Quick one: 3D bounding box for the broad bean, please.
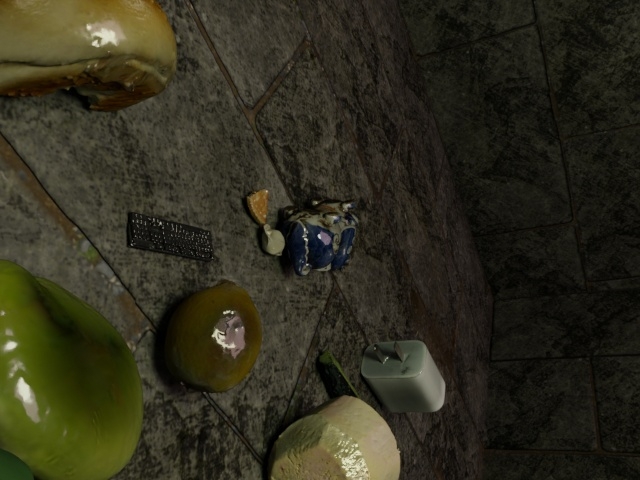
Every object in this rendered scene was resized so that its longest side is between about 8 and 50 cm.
[{"bbox_3d":[-0.302,0.141,0.604,0.291,0.119,0.238,58,2,-30],"label":"broad bean"}]

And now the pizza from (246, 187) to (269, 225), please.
[{"bbox_3d":[-0.131,-0.078,1.161,0.083,0.025,0.078,67,34,-40],"label":"pizza"}]

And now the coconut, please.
[{"bbox_3d":[0.035,0.447,1.103,0.244,0.239,0.239,-4,86,-63],"label":"coconut"}]

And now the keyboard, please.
[{"bbox_3d":[-0.246,-0.004,0.926,0.195,0.018,0.060,17,65,-61],"label":"keyboard"}]

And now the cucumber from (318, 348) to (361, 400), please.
[{"bbox_3d":[0.046,0.363,1.341,0.211,0.062,0.078,59,0,-26],"label":"cucumber"}]

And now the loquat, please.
[{"bbox_3d":[-0.169,0.152,0.887,0.152,0.152,0.195,50,53,-45],"label":"loquat"}]

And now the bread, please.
[{"bbox_3d":[-0.302,-0.269,0.705,0.314,0.192,0.171,-17,98,-63],"label":"bread"}]

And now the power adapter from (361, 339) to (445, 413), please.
[{"bbox_3d":[0.223,0.364,1.536,0.255,0.187,0.124,59,33,-35],"label":"power adapter"}]

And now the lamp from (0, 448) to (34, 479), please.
[{"bbox_3d":[-0.332,0.282,0.444,0.284,0.250,0.250,64,22,-77],"label":"lamp"}]

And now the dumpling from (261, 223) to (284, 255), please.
[{"bbox_3d":[-0.107,0.000,1.173,0.076,0.057,0.052,14,113,-48],"label":"dumpling"}]

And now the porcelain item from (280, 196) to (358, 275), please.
[{"bbox_3d":[0.000,0.000,1.301,0.288,0.138,0.186,-34,130,-65],"label":"porcelain item"}]
